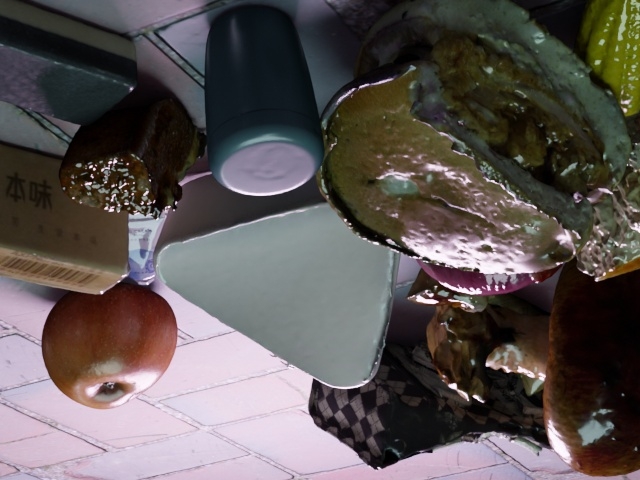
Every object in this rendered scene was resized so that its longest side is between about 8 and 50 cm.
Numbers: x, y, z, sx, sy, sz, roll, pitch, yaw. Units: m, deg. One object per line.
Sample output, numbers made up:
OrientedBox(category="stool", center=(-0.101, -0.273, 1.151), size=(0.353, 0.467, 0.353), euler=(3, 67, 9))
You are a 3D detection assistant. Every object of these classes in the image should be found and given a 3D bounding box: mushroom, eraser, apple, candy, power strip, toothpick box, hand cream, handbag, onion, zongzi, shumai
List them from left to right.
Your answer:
OrientedBox(category="eraser", center=(-0.390, -0.040, 1.804), size=(0.343, 0.144, 0.078), euler=(14, 151, -35))
OrientedBox(category="power strip", center=(-0.321, -0.197, 1.575), size=(0.256, 0.070, 0.105), euler=(15, 146, -39))
OrientedBox(category="apple", center=(-0.308, 0.156, 2.209), size=(0.201, 0.162, 0.201), euler=(-2, 155, -1))
OrientedBox(category="hand cream", center=(-0.246, 0.009, 2.054), size=(0.084, 0.053, 0.142), euler=(-3, 145, -2))
OrientedBox(category="toothpick box", center=(-0.064, -0.151, 1.588), size=(0.120, 0.184, 0.120), euler=(-6, 150, -3))
OrientedBox(category="eraser", center=(0.000, 0.000, 1.879), size=(0.331, 0.150, 0.331), euler=(6, 131, 7))
OrientedBox(category="handbag", center=(0.229, 0.265, 2.417), size=(0.416, 0.180, 0.317), euler=(6, -173, -23))
OrientedBox(category="shumai", center=(0.196, 0.022, 2.047), size=(0.161, 0.153, 0.209), euler=(15, 153, -22))
OrientedBox(category="onion", center=(0.221, -0.004, 1.876), size=(0.230, 0.230, 0.163), euler=(-8, 120, 6))
OrientedBox(category="zongzi", center=(0.308, 0.119, 2.381), size=(0.094, 0.204, 0.205), euler=(-38, -177, 17))
OrientedBox(category="mushroom", center=(0.374, 0.178, 2.181), size=(0.356, 0.331, 0.334), euler=(-20, 165, 27))
OrientedBox(category="candy", center=(0.318, -0.220, 1.617), size=(0.094, 0.106, 0.199), euler=(10, 151, 12))

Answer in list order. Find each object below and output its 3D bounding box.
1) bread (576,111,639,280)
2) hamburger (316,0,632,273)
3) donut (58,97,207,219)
OrientedBox(category="bread", center=(0.425, -0.076, 1.849), size=(0.192, 0.171, 0.314), euler=(-13, 162, -11))
OrientedBox(category="hamburger", center=(0.147, -0.102, 1.640), size=(0.318, 0.195, 0.277), euler=(39, 147, -21))
OrientedBox(category="donut", center=(-0.215, -0.103, 1.727), size=(0.126, 0.186, 0.144), euler=(-4, 131, 12))
